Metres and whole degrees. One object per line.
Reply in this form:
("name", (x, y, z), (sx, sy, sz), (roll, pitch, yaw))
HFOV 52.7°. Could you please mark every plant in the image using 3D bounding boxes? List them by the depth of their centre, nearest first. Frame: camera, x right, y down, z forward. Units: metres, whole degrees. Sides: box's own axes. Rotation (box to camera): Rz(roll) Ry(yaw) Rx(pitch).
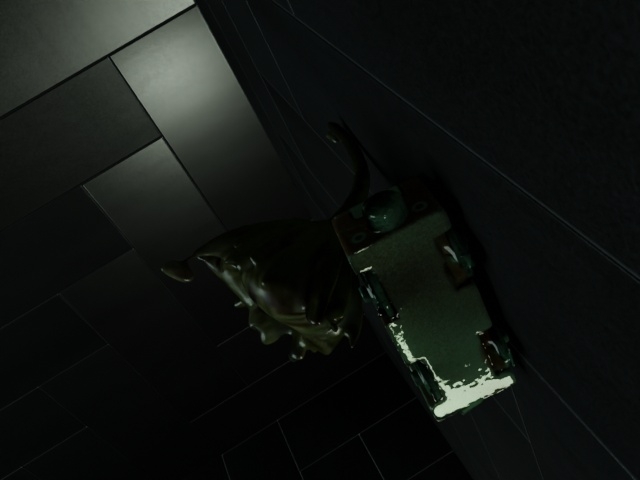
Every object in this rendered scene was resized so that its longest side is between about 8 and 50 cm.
("plant", (-0.001, -0.020, 0.835), (0.251, 0.333, 0.180), (31, 167, 21))

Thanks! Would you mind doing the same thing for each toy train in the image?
("toy train", (0.123, 0.063, 0.764), (0.326, 0.129, 0.159), (60, -177, -32))
